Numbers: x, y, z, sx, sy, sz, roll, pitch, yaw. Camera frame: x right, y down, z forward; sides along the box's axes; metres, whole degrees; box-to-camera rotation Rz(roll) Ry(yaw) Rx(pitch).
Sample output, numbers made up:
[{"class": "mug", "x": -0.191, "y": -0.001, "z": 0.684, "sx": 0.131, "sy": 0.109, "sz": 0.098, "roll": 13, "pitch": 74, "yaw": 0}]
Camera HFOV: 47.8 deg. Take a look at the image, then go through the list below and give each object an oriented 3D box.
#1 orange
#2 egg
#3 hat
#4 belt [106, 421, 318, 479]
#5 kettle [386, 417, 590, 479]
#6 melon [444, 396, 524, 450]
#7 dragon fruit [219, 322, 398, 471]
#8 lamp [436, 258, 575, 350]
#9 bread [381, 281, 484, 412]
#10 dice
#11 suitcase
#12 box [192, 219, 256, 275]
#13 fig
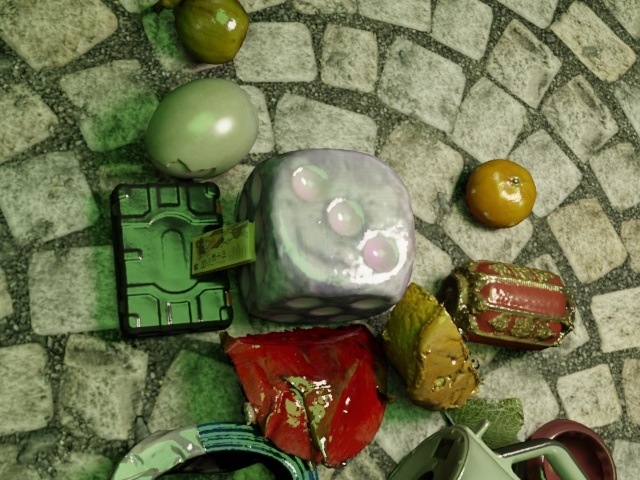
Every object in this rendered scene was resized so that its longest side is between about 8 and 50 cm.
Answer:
[{"class": "orange", "x": 0.396, "y": -0.104, "z": 1.578, "sx": 0.156, "sy": 0.124, "sz": 0.156, "roll": 7, "pitch": 72, "yaw": -21}, {"class": "egg", "x": -0.231, "y": -0.205, "z": 1.360, "sx": 0.217, "sy": 0.183, "sz": 0.183, "roll": -28, "pitch": 83, "yaw": -34}, {"class": "hat", "x": 0.494, "y": 0.458, "z": 1.445, "sx": 0.205, "sy": 0.089, "sz": 0.205, "roll": 5, "pitch": 68, "yaw": -13}, {"class": "belt", "x": -0.181, "y": 0.414, "z": 1.210, "sx": 0.347, "sy": 0.117, "sz": 0.212, "roll": -2, "pitch": 74, "yaw": -20}, {"class": "kettle", "x": 0.333, "y": 0.509, "z": 1.287, "sx": 0.376, "sy": 0.250, "sz": 0.361, "roll": 43, "pitch": 67, "yaw": -4}, {"class": "melon", "x": 0.346, "y": 0.339, "z": 1.425, "sx": 0.202, "sy": 0.139, "sz": 0.093, "roll": 32, "pitch": 43, "yaw": -4}, {"class": "dragon fruit", "x": 0.015, "y": 0.256, "z": 1.279, "sx": 0.343, "sy": 0.100, "sz": 0.282, "roll": -1, "pitch": 60, "yaw": -36}, {"class": "lamp", "x": 0.379, "y": 0.133, "z": 1.475, "sx": 0.274, "sy": 0.177, "sz": 0.177, "roll": 9, "pitch": 70, "yaw": -14}, {"class": "bread", "x": 0.197, "y": 0.217, "z": 1.347, "sx": 0.147, "sy": 0.260, "sz": 0.160, "roll": -36, "pitch": 47, "yaw": -6}, {"class": "dice", "x": 0.000, "y": 0.000, "z": 1.324, "sx": 0.271, "sy": 0.270, "sz": 0.270, "roll": 2, "pitch": 71, "yaw": -20}, {"class": "suitcase", "x": -0.275, "y": 0.032, "z": 1.332, "sx": 0.206, "sy": 0.066, "sz": 0.286, "roll": -3, "pitch": 74, "yaw": -20}, {"class": "box", "x": -0.172, "y": 0.014, "z": 1.264, "sx": 0.020, "sy": 0.149, "sz": 0.073, "roll": 17, "pitch": 64, "yaw": -49}, {"class": "fig", "x": -0.234, "y": -0.451, "z": 1.464, "sx": 0.186, "sy": 0.148, "sz": 0.142, "roll": 39, "pitch": 107, "yaw": -19}]
